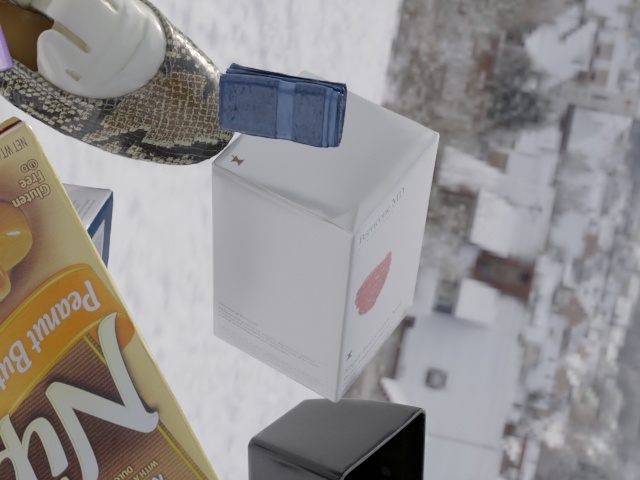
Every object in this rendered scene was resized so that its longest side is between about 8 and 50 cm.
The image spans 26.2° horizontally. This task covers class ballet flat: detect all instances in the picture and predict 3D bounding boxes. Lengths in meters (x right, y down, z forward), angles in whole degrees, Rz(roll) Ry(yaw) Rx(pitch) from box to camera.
[{"bbox_3d":[-0.297,-0.234,1.339,0.164,0.483,0.182,-57,175,-18],"label":"ballet flat"}]

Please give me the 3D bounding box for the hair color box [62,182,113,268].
[{"bbox_3d":[-0.358,0.007,1.125,0.174,0.347,0.105,-82,180,-72],"label":"hair color box"}]

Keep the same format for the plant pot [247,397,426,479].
[{"bbox_3d":[0.012,0.300,1.722,0.188,0.167,0.187,-30,129,-46],"label":"plant pot"}]

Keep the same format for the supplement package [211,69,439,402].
[{"bbox_3d":[0.000,0.000,1.495,0.177,0.175,0.293,-49,157,-34],"label":"supplement package"}]

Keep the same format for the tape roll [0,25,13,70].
[{"bbox_3d":[-0.351,-0.151,1.112,0.189,0.189,0.080,-42,118,-71],"label":"tape roll"}]

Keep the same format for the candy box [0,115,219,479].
[{"bbox_3d":[-0.206,0.098,0.916,0.316,0.183,0.087,64,-11,-14],"label":"candy box"}]

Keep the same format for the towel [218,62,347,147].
[{"bbox_3d":[-0.036,-0.126,1.296,0.029,0.119,0.067,-70,168,-59],"label":"towel"}]
